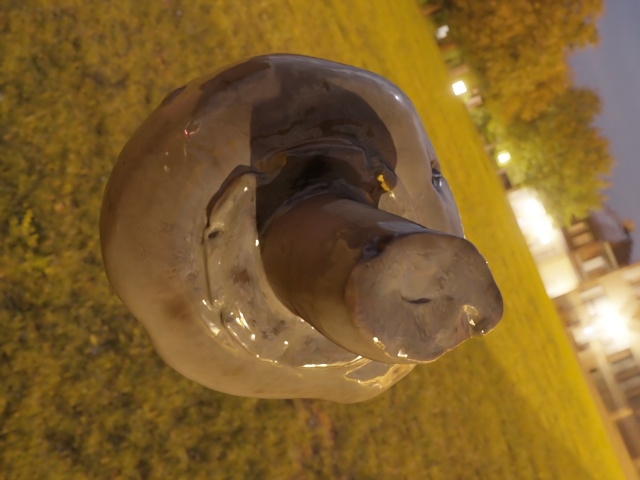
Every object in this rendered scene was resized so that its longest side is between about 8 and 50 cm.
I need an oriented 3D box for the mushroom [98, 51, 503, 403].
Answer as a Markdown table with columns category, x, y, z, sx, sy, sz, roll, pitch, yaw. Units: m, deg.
| category | x | y | z | sx | sy | sz | roll | pitch | yaw |
| --- | --- | --- | --- | --- | --- | --- | --- | --- | --- |
| mushroom | 0.000 | 0.000 | 0.956 | 0.336 | 0.314 | 0.314 | 17 | -44 | 63 |
